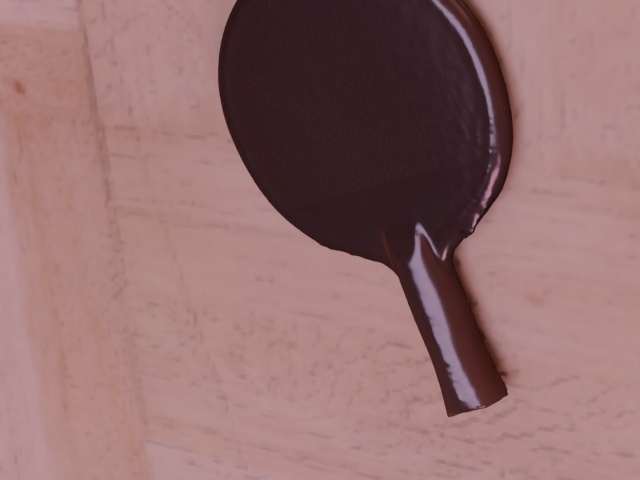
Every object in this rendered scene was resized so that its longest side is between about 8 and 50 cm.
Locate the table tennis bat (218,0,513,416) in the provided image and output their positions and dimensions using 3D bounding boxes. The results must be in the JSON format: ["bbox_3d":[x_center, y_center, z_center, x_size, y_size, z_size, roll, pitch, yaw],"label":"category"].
[{"bbox_3d":[0.000,0.000,0.506,0.107,0.119,0.170,-15,104,36],"label":"table tennis bat"}]
